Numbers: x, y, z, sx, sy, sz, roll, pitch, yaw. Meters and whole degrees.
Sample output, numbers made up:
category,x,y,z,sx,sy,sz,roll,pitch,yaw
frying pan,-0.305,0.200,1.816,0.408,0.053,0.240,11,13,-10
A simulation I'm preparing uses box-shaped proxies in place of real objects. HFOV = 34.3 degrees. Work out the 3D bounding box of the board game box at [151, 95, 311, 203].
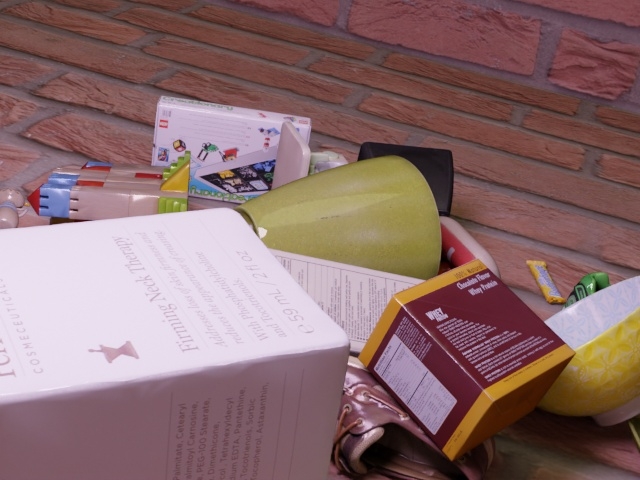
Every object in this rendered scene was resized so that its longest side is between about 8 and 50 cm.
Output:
category,x,y,z,sx,sy,sz,roll,pitch,yaw
board game box,-0.183,-0.173,2.092,0.305,0.192,0.053,8,27,-5

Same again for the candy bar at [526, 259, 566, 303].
category,x,y,z,sx,sy,sz,roll,pitch,yaw
candy bar,0.437,0.080,2.011,0.040,0.018,0.161,6,26,-7

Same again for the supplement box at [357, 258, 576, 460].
category,x,y,z,sx,sy,sz,roll,pitch,yaw
supplement box,0.196,0.155,1.402,0.191,0.129,0.194,-19,56,-42

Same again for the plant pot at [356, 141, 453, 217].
category,x,y,z,sx,sy,sz,roll,pitch,yaw
plant pot,0.165,-0.063,2.033,0.188,0.187,0.167,4,40,-13

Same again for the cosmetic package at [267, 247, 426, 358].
category,x,y,z,sx,sy,sz,roll,pitch,yaw
cosmetic package,0.025,0.126,1.554,0.296,0.129,0.153,13,55,-14

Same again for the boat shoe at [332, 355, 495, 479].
category,x,y,z,sx,sy,sz,roll,pitch,yaw
boat shoe,0.065,0.257,1.416,0.342,0.123,0.123,23,27,11

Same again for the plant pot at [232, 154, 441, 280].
category,x,y,z,sx,sy,sz,roll,pitch,yaw
plant pot,0.000,0.000,1.709,0.294,0.274,0.275,-4,30,-31

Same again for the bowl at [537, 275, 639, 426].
category,x,y,z,sx,sy,sz,roll,pitch,yaw
bowl,0.436,0.190,1.599,0.156,0.289,0.289,58,35,-1

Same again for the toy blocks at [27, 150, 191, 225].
category,x,y,z,sx,sy,sz,roll,pitch,yaw
toy blocks,-0.366,-0.067,1.836,0.261,0.190,0.381,4,13,-7

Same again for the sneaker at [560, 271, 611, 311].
category,x,y,z,sx,sy,sz,roll,pitch,yaw
sneaker,0.543,0.172,1.723,0.134,0.146,0.344,-15,37,-41

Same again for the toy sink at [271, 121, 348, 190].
category,x,y,z,sx,sy,sz,roll,pitch,yaw
toy sink,-0.008,-0.089,1.943,0.131,0.234,0.153,0,27,-19

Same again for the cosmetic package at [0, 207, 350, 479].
category,x,y,z,sx,sy,sz,roll,pitch,yaw
cosmetic package,-0.228,0.189,1.161,0.394,0.327,0.329,-6,31,-28

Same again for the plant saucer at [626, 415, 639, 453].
category,x,y,z,sx,sy,sz,roll,pitch,yaw
plant saucer,0.553,0.337,1.510,0.188,0.045,0.188,8,26,-5

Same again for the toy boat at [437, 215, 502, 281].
category,x,y,z,sx,sy,sz,roll,pitch,yaw
toy boat,0.219,0.064,1.863,0.151,0.151,0.231,-28,36,-8

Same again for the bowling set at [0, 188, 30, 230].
category,x,y,z,sx,sy,sz,roll,pitch,yaw
bowling set,-0.555,-0.044,1.709,0.287,0.199,0.154,8,24,-14
